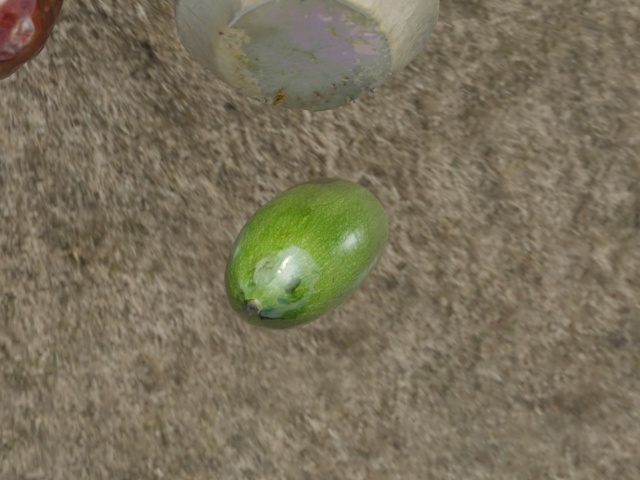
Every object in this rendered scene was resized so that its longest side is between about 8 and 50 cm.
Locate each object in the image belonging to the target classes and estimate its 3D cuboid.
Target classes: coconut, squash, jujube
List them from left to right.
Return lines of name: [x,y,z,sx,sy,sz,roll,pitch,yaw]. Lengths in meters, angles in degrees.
jujube: [-0.352,-0.288,1.411,0.168,0.168,0.236,37,59,-22]
coconut: [-0.014,-0.229,1.027,0.241,0.241,0.241,-5,108,-14]
squash: [0.000,0.000,1.108,0.107,0.395,0.107,1,97,11]
